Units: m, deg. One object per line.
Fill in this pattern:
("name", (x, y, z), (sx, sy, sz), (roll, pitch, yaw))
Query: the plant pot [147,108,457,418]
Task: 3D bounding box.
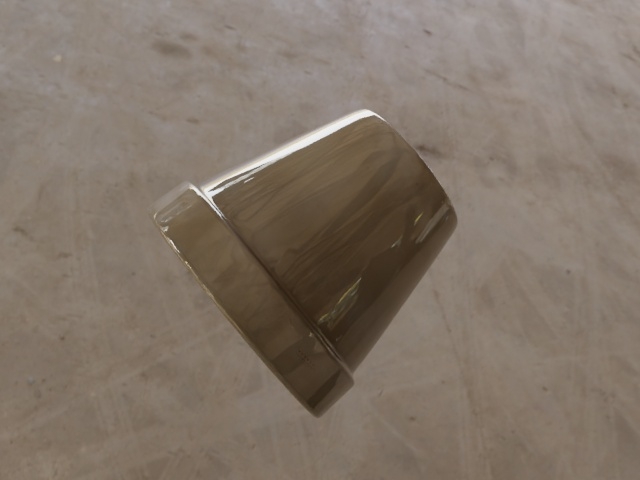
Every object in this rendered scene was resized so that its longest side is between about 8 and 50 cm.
("plant pot", (0.000, 0.000, 1.000), (0.280, 0.323, 0.323), (-39, 60, -4))
